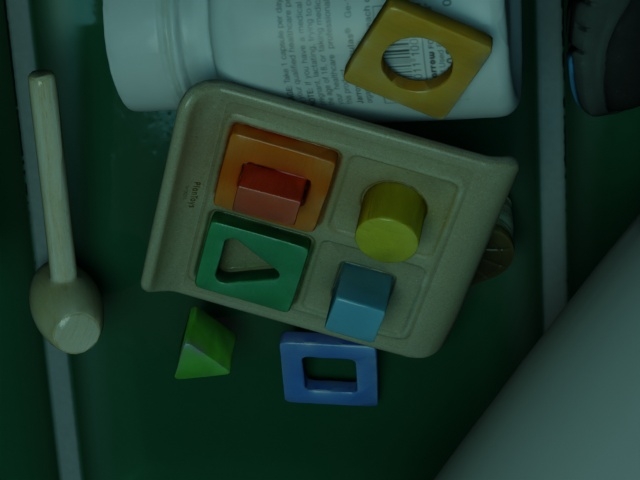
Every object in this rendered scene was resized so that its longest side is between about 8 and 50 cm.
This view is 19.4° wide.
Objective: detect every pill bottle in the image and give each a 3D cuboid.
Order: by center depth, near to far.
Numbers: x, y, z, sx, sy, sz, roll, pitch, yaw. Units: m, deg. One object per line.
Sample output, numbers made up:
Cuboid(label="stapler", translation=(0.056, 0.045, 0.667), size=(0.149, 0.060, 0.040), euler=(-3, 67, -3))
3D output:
Cuboid(label="pill bottle", translation=(-0.002, -0.131, 1.084), size=(0.229, 0.131, 0.131), euler=(-2, 109, 11))

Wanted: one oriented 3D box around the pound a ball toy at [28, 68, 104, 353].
Cuboid(label="pound a ball toy", translation=(-0.259, -0.082, 1.165), size=(0.208, 0.136, 0.319), euler=(-9, 109, -14))

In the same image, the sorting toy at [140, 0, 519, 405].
Cuboid(label="sorting toy", translation=(0.000, 0.000, 1.093), size=(0.196, 0.047, 0.348), euler=(12, 137, -5))

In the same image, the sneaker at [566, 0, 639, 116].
Cuboid(label="sneaker", translation=(0.220, -0.200, 1.000), size=(0.139, 0.125, 0.341), euler=(12, 130, -2))

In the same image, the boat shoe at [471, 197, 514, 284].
Cuboid(label="boat shoe", translation=(0.049, 0.009, 1.177), size=(0.153, 0.048, 0.056), euler=(-19, 128, 22))

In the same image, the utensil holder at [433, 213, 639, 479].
Cuboid(label="utensil holder", translation=(0.199, 0.217, 1.072), size=(0.327, 0.327, 0.385), euler=(32, 110, -2))
